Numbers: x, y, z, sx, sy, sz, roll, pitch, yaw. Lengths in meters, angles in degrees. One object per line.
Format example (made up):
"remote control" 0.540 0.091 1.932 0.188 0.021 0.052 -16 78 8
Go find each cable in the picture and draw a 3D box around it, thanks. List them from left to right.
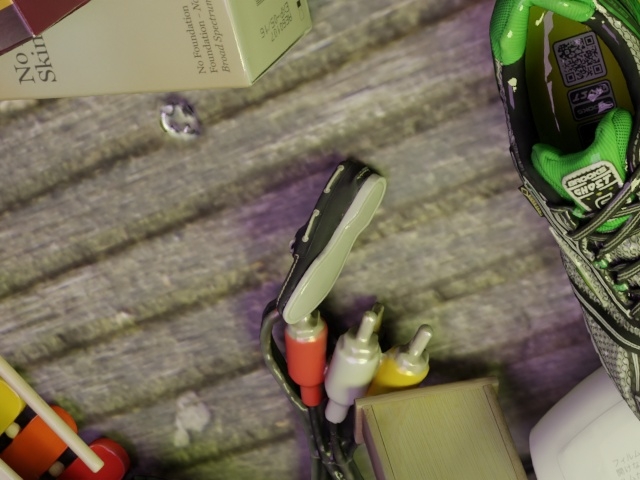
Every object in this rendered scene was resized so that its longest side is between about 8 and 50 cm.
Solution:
"cable" 0.003 0.153 1.449 0.139 0.072 0.287 17 123 13

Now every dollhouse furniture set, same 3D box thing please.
"dollhouse furniture set" 0.094 0.245 1.392 0.212 0.161 0.242 -8 134 -9

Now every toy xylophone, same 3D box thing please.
"toy xylophone" -0.286 0.164 1.598 0.323 0.081 0.236 49 127 -6

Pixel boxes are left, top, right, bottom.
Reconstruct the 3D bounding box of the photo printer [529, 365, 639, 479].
"photo printer" 0.293 0.199 1.242 0.256 0.107 0.307 -29 76 22

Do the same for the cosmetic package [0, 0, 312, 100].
"cosmetic package" -0.177 -0.190 1.317 0.309 0.113 0.160 -2 117 27

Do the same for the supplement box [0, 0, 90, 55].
"supplement box" -0.259 -0.160 1.253 0.188 0.081 0.104 -21 107 34

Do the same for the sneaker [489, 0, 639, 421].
"sneaker" 0.183 -0.011 1.159 0.134 0.146 0.343 -25 88 26

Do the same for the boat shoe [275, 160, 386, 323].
"boat shoe" 0.000 0.000 1.349 0.038 0.046 0.125 30 87 22

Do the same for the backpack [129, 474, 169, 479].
"backpack" -0.128 0.333 1.511 0.276 0.213 0.263 18 115 -7
